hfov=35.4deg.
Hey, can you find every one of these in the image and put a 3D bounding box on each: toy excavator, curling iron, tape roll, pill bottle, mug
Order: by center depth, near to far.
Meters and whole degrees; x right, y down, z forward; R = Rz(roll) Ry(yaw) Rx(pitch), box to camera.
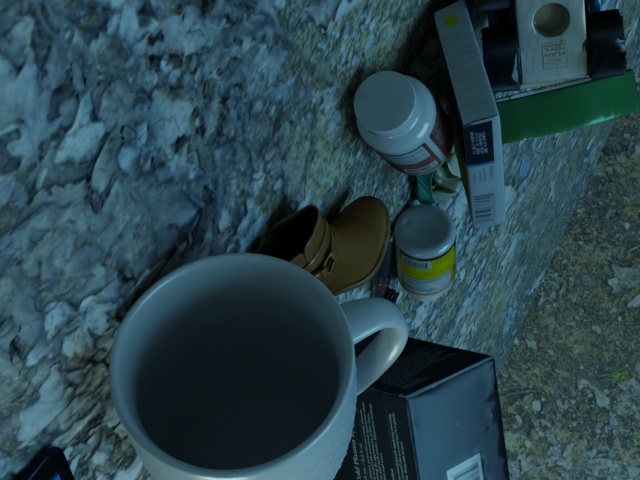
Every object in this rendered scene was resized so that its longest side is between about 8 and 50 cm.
[{"bbox_3d":[-0.052,0.192,1.255,0.374,0.276,0.328,-29,151,-15],"label":"mug"},{"bbox_3d":[0.123,-0.178,1.505,0.121,0.121,0.216,-63,159,-1],"label":"pill bottle"},{"bbox_3d":[0.381,-0.395,1.732,0.445,0.222,0.433,-83,162,-53],"label":"toy excavator"},{"bbox_3d":[0.431,-0.248,1.881,0.321,0.321,0.077,-25,103,-58],"label":"tape roll"},{"bbox_3d":[0.121,0.064,1.899,0.068,0.035,0.274,-57,159,-29],"label":"curling iron"},{"bbox_3d":[0.203,0.032,1.937,0.117,0.117,0.215,-54,157,-23],"label":"pill bottle"}]

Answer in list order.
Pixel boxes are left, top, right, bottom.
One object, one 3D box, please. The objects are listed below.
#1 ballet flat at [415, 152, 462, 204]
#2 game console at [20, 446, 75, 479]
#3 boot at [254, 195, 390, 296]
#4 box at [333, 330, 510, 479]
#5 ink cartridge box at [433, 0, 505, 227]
[{"bbox_3d":[0.216,-0.118,1.835,0.083,0.087,0.247,-59,159,-14],"label":"ballet flat"},{"bbox_3d":[-0.309,0.431,1.148,0.173,0.250,0.293,-24,144,-18],"label":"game console"},{"bbox_3d":[0.000,0.000,1.479,0.283,0.109,0.220,-48,151,-17],"label":"boot"},{"bbox_3d":[0.112,0.331,1.513,0.179,0.312,0.343,-18,106,-35],"label":"box"},{"bbox_3d":[0.238,-0.227,1.637,0.303,0.072,0.307,67,11,-58],"label":"ink cartridge box"}]
